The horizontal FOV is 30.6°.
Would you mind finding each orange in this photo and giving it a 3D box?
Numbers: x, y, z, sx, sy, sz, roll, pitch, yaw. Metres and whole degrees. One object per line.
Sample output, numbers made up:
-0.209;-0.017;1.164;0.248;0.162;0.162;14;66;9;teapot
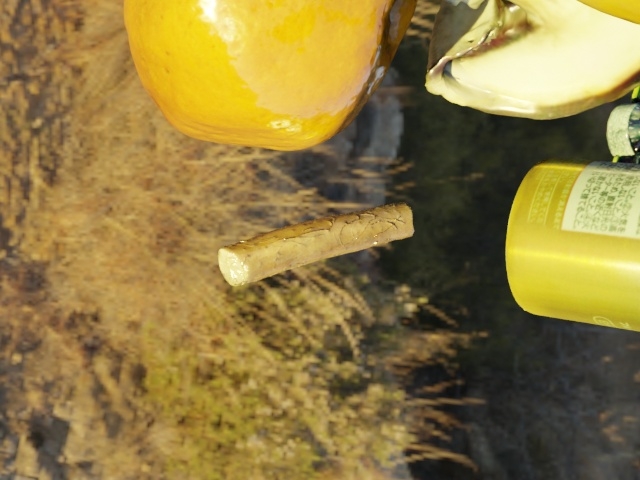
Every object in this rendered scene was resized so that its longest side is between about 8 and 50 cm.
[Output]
-0.027;-0.180;0.788;0.249;0.183;0.248;-1;90;-74;orange

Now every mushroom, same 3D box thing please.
0.195;-0.222;0.899;0.267;0.190;0.164;97;11;-55;mushroom

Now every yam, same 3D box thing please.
0.000;0.000;0.813;0.145;0.032;0.032;-15;107;-25;yam

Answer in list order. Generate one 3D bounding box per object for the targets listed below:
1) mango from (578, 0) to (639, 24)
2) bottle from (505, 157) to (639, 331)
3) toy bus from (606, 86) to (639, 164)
0.110;-0.190;0.467;0.156;0.251;0.114;-32;155;-5;mango
0.228;0.013;0.516;0.082;0.286;0.082;-15;109;-54;bottle
0.350;-0.135;0.988;0.150;0.128;0.262;33;70;-38;toy bus
